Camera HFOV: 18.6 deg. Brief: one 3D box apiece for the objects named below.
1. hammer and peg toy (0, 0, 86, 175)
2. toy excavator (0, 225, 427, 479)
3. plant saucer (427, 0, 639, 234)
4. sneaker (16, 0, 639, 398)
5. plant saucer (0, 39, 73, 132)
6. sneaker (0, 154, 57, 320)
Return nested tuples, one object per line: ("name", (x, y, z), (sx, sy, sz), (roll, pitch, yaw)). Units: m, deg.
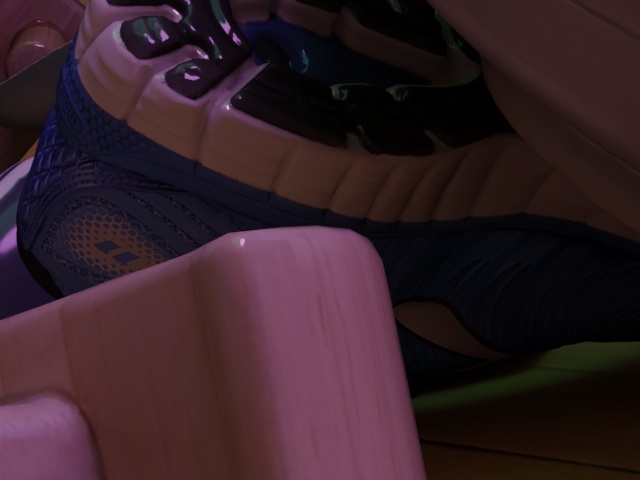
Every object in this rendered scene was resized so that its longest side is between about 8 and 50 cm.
("hammer and peg toy", (-0.338, -0.073, 1.198), (0.361, 0.266, 0.127), (-47, 15, 12))
("toy excavator", (-0.153, 0.040, 0.177), (0.433, 0.222, 0.445), (-9, -5, -16))
("plant saucer", (0.164, -0.059, 0.594), (0.400, 0.100, 0.400), (18, 26, -9))
("sneaker", (0.040, -0.010, 0.692), (0.330, 0.130, 0.147), (11, -45, -34))
("plant saucer", (-0.097, -0.100, 1.056), (0.195, 0.037, 0.195), (-29, 3, 2))
("sneaker", (0.000, 0.000, 0.790), (0.321, 0.126, 0.127), (-11, -2, -40))
